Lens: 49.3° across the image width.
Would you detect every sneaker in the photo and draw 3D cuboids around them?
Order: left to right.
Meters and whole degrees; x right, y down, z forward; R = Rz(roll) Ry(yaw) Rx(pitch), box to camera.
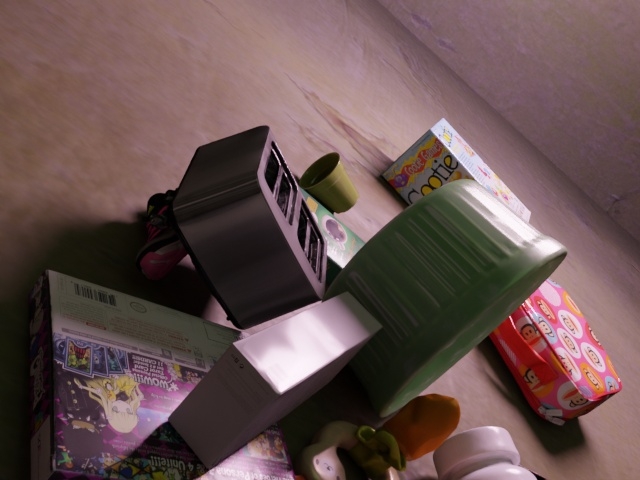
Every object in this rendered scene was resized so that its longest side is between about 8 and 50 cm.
[{"bbox_3d":[-0.172,-0.014,0.777,0.075,0.063,0.170,45,22,-6],"label":"sneaker"}]

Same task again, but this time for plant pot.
[{"bbox_3d":[0.021,-0.087,1.141,0.079,0.083,0.083,48,24,-28],"label":"plant pot"}]

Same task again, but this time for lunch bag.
[{"bbox_3d":[0.401,0.181,1.270,0.258,0.120,0.293,7,48,-51],"label":"lunch bag"}]

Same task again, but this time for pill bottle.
[{"bbox_3d":[0.208,0.335,0.792,0.121,0.121,0.221,25,34,-36],"label":"pill bottle"}]

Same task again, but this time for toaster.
[{"bbox_3d":[-0.075,-0.014,0.748,0.185,0.110,0.168,-85,151,-60],"label":"toaster"}]

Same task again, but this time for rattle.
[{"bbox_3d":[0.046,0.224,0.697,0.200,0.143,0.130,21,51,-50],"label":"rattle"}]

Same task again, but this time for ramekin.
[{"bbox_3d":[0.142,0.065,0.874,0.148,0.303,0.303,49,26,18],"label":"ramekin"}]

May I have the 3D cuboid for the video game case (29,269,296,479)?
[{"bbox_3d":[-0.138,0.139,0.617,0.232,0.042,0.210,24,27,-38],"label":"video game case"}]

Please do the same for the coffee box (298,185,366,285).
[{"bbox_3d":[0.000,0.000,1.024,0.184,0.040,0.113,39,29,-14],"label":"coffee box"}]

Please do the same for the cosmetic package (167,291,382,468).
[{"bbox_3d":[-0.031,0.117,0.650,0.060,0.099,0.239,44,20,14],"label":"cosmetic package"}]

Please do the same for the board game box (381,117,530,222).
[{"bbox_3d":[0.282,-0.095,1.440,0.275,0.142,0.144,48,28,0],"label":"board game box"}]

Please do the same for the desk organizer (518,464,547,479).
[{"bbox_3d":[0.256,0.336,0.936,0.047,0.050,0.130,55,28,15],"label":"desk organizer"}]
